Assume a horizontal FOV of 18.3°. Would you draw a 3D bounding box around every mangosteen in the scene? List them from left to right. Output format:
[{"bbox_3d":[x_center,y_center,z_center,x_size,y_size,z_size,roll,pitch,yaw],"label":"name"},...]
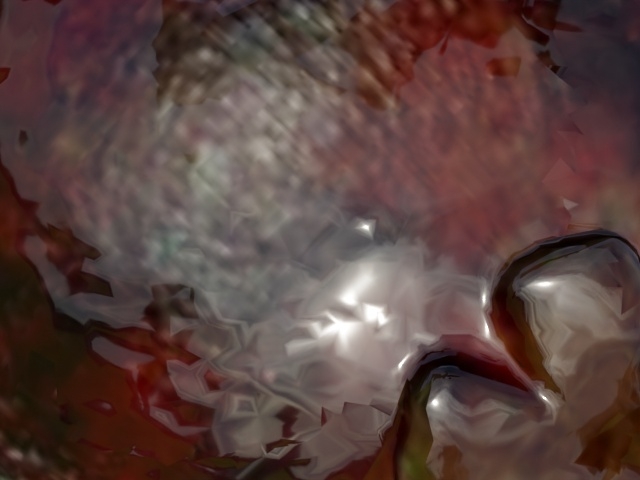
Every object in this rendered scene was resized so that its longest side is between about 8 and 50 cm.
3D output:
[{"bbox_3d":[0.000,0.000,0.556,0.306,0.306,0.359,7,10,-25],"label":"mangosteen"}]
